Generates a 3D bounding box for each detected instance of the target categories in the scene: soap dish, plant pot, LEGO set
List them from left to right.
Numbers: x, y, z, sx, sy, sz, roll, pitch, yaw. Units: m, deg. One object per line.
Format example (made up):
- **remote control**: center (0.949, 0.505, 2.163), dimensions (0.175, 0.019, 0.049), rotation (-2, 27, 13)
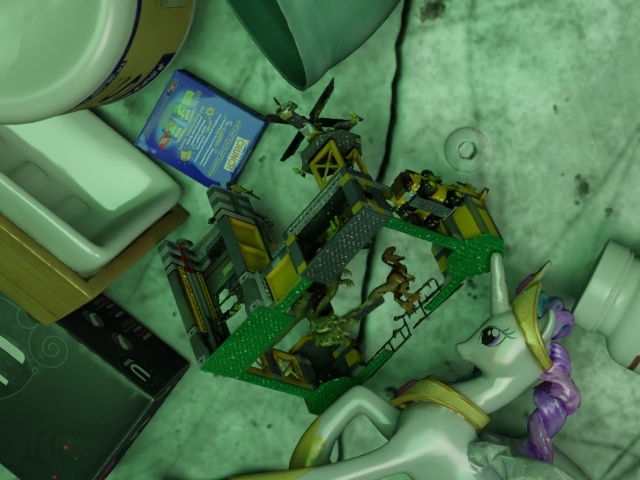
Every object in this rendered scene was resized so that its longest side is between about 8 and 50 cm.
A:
- **soap dish**: center (-0.299, -0.058, 1.798), dimensions (0.291, 0.229, 0.118), rotation (39, 119, 2)
- **plant pot**: center (-0.008, -0.314, 1.690), dimensions (0.196, 0.293, 0.293), rotation (-32, 92, -7)
- **LEGO set**: center (0.000, 0.000, 1.767), dimensions (0.331, 0.255, 0.192), rotation (-53, 43, 32)

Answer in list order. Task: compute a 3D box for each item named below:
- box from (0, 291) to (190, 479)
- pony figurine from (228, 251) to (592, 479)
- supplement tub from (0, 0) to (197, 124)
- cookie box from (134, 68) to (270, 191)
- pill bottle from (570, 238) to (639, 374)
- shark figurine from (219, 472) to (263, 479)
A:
- **box**: center (-0.298, 0.121, 1.855), dimensions (0.270, 0.143, 0.165), rotation (37, 106, 2)
- **pony figurine**: center (0.153, 0.237, 1.704), dimensions (0.363, 0.303, 0.351), rotation (-37, 88, 1)
- **supplement tub**: center (-0.251, -0.238, 1.698), dimensions (0.241, 0.331, 0.241), rotation (1, 98, 10)
- **cookie box**: center (-0.119, -0.109, 1.843), dimensions (0.107, 0.040, 0.092), rotation (31, 102, 4)
- **pill bottle**: center (0.355, 0.086, 1.749), dimensions (0.216, 0.121, 0.121), rotation (27, 102, 5)
- **shark figurine**: center (-0.045, 0.272, 1.843), dimensions (0.278, 0.116, 0.166), rotation (25, 70, 29)
